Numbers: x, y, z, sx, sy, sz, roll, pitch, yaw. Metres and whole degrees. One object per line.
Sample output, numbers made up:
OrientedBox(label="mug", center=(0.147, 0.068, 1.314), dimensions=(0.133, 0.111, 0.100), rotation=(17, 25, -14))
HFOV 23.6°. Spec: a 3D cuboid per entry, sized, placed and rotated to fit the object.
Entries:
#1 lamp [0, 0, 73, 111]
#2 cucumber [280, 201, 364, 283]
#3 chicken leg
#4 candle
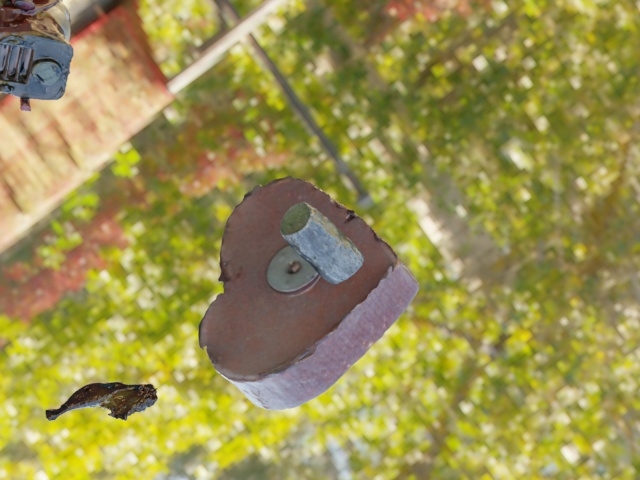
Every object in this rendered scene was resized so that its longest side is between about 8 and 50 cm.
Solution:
OrientedBox(label="lamp", center=(-0.343, -0.255, 1.751), dimensions=(0.118, 0.118, 0.253), rotation=(-36, -144, 10))
OrientedBox(label="cucumber", center=(0.001, 0.002, 1.922), dimensions=(0.064, 0.112, 0.064), rotation=(-36, -155, 19))
OrientedBox(label="chicken leg", center=(-0.279, 0.206, 1.964), dimensions=(0.145, 0.037, 0.062), rotation=(-2, -133, 8))
OrientedBox(label="candle", center=(-0.005, 0.065, 2.074), dimensions=(0.287, 0.131, 0.316), rotation=(-13, -126, 25))
